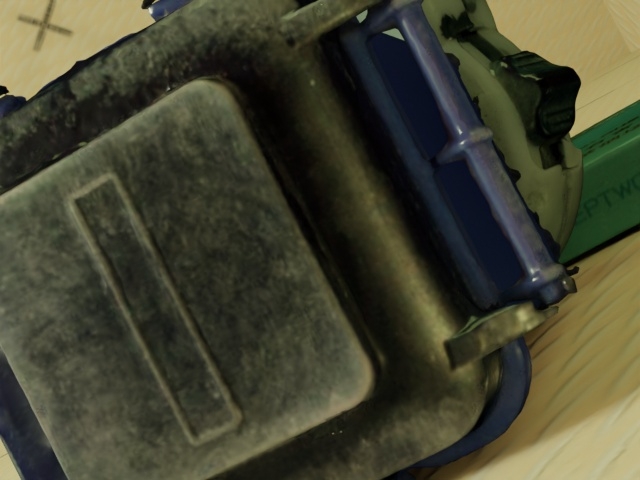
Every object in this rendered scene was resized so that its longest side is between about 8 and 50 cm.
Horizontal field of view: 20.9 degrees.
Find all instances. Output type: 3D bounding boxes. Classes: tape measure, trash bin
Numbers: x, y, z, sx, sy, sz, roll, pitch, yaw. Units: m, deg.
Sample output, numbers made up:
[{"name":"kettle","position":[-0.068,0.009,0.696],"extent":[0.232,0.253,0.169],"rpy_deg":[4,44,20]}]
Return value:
[{"name":"tape measure","position":[-0.007,0.025,0.794],"extent":[0.084,0.164,0.330],"rpy_deg":[-13,-37,-51]},{"name":"trash bin","position":[0.000,0.000,0.586],"extent":[0.184,0.163,0.234],"rpy_deg":[-28,-3,19]}]

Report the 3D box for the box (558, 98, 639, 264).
[{"name":"box","position":[0.157,-0.041,0.887],"extent":[0.162,0.041,0.229],"rpy_deg":[-29,2,13]}]
